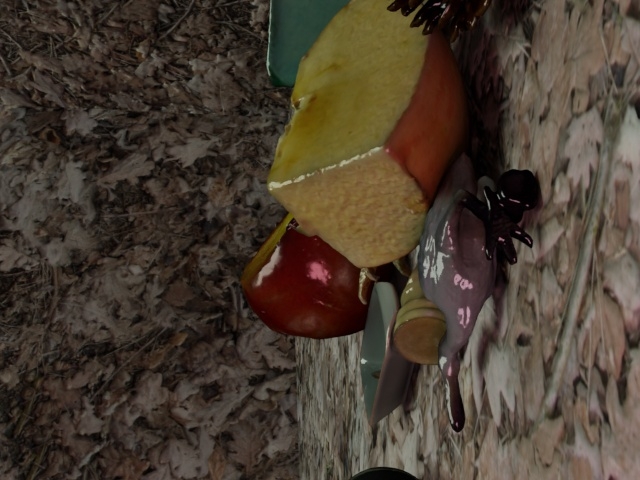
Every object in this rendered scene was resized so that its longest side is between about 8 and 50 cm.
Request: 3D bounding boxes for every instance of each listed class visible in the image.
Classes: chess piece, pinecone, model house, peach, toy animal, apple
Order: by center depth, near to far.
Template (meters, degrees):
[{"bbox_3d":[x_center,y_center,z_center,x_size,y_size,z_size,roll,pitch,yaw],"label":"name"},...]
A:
[{"bbox_3d":[0.129,-0.327,1.027,0.208,0.208,0.208,-178,90,-83],"label":"pinecone"},{"bbox_3d":[0.158,0.039,1.067,0.195,0.090,0.324,-96,13,-50],"label":"toy animal"},{"bbox_3d":[0.073,-0.155,1.219,0.314,0.252,0.309,93,-164,-57],"label":"apple"},{"bbox_3d":[0.147,0.066,1.262,0.200,0.090,0.090,-80,-2,-49],"label":"chess piece"},{"bbox_3d":[0.000,0.000,1.624,0.281,0.281,0.338,-144,55,-82],"label":"peach"},{"bbox_3d":[0.056,-0.393,1.674,0.249,0.230,0.280,-16,-68,-71],"label":"model house"}]

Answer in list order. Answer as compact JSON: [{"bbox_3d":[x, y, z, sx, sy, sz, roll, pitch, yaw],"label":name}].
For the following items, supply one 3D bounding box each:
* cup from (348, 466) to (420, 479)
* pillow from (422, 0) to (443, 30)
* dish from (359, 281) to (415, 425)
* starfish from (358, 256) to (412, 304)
[{"bbox_3d":[0.100,0.424,1.256,0.223,0.169,0.176,62,-176,-13],"label":"cup"},{"bbox_3d":[0.163,-0.335,1.362,0.130,0.033,0.217,-103,16,-68],"label":"pillow"},{"bbox_3d":[0.114,0.174,1.508,0.154,0.064,0.234,-96,9,-48],"label":"dish"},{"bbox_3d":[0.076,-0.055,1.377,0.301,0.084,0.293,5,-102,-59],"label":"starfish"}]
